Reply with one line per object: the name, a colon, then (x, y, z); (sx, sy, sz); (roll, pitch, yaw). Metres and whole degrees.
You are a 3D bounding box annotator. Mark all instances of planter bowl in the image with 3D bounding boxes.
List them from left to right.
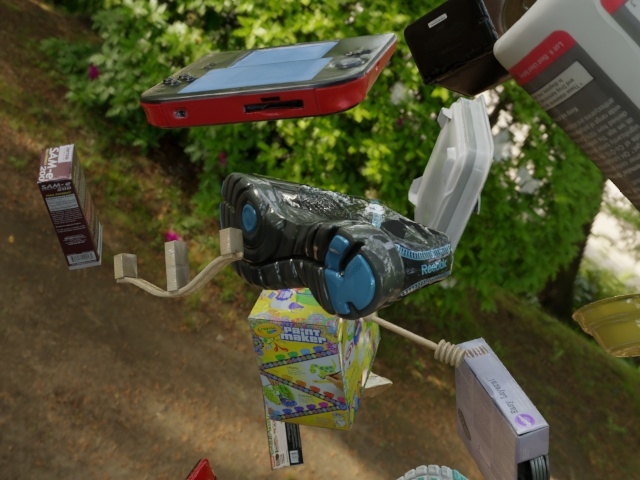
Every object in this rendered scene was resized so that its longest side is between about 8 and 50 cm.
planter bowl: (0.614, 0.175, 1.580); (0.217, 0.217, 0.090); (14, 62, -40)

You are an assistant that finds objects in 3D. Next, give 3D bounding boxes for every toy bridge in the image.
toy bridge: (-0.164, 0.032, 0.927); (0.026, 0.188, 0.063); (12, 70, -56)

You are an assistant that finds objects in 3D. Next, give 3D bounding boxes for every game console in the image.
game console: (-0.233, 0.463, 1.367); (0.124, 0.085, 0.144); (67, 27, -16)
game console: (-0.082, -0.286, 1.376); (0.386, 0.060, 0.342); (-1, 30, 18)
game console: (0.172, -0.222, 0.919); (0.071, 0.122, 0.107); (-27, 94, -35)

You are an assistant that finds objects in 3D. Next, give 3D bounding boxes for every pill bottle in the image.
pill bottle: (0.314, -0.108, 0.676); (0.318, 0.176, 0.176); (46, 25, -2)

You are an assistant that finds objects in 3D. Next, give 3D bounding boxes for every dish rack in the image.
dish rack: (0.229, -0.109, 1.490); (0.072, 0.286, 0.333); (18, 30, -4)

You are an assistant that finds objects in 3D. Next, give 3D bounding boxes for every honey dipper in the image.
honey dipper: (0.132, 0.141, 1.172); (0.160, 0.031, 0.030); (22, 19, 21)

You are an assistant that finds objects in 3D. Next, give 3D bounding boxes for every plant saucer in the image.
plant saucer: (0.304, -0.367, 1.193); (0.168, 0.168, 0.029); (3, 33, -51)

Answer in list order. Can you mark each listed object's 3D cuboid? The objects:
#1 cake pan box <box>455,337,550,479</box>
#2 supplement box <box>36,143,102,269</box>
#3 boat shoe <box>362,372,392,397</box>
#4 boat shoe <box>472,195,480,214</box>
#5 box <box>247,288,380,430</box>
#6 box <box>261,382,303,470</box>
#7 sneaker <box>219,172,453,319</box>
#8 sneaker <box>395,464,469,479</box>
cake pan box: (0.332, 0.354, 1.495); (0.070, 0.246, 0.267); (-17, 33, -9)
supplement box: (-0.529, -0.069, 1.714); (0.073, 0.239, 0.130); (-10, 41, -5)
boat shoe: (0.118, 0.347, 1.973); (0.170, 0.063, 0.059); (11, 40, -57)
boat shoe: (0.308, -0.111, 1.675); (0.038, 0.046, 0.125); (-4, 68, -2)
box: (0.001, 0.181, 1.660); (0.177, 0.279, 0.290); (4, 35, 17)
box: (-0.087, 0.403, 1.803); (0.036, 0.114, 0.207); (1, 70, -25)
sneaker: (0.000, 0.000, 0.919); (0.139, 0.125, 0.341); (-11, 24, -34)
sneaker: (0.109, 0.303, 0.908); (0.076, 0.166, 0.065); (42, 39, -33)
